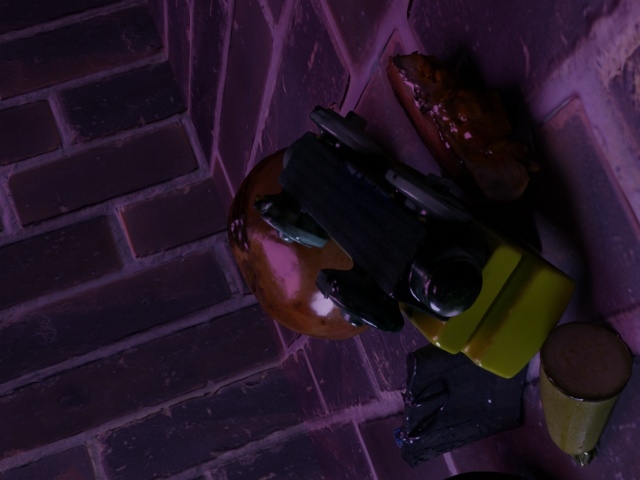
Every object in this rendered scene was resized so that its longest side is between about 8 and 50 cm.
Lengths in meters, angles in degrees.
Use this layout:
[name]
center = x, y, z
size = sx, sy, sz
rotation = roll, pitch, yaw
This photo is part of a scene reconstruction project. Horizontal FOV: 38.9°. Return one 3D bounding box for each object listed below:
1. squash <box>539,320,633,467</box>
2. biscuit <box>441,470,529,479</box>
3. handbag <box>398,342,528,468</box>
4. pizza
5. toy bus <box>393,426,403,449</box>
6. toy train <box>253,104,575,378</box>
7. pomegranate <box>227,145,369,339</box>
[squash]
center = 0.288, 0.189, 0.998
size = 0.224, 0.094, 0.094
rotation = 75, 168, -47
[biscuit]
center = 0.219, 0.455, 1.249
size = 0.366, 0.115, 0.268
rotation = -34, 52, 40
[handbag]
center = 0.183, 0.204, 1.214
size = 0.270, 0.175, 0.089
rotation = 85, 158, -46
[pizza]
center = 0.158, -0.136, 1.033
size = 0.161, 0.085, 0.305
rotation = 60, -178, -37
[toy bus]
center = 0.175, 0.391, 1.818
size = 0.083, 0.038, 0.046
rotation = 115, 137, -71
[toy train]
center = 0.100, -0.005, 1.060
size = 0.179, 0.272, 0.442
rotation = -59, 29, 9
[pomegranate]
center = 0.000, 0.000, 1.451
size = 0.322, 0.322, 0.322
rotation = 161, 90, -77
